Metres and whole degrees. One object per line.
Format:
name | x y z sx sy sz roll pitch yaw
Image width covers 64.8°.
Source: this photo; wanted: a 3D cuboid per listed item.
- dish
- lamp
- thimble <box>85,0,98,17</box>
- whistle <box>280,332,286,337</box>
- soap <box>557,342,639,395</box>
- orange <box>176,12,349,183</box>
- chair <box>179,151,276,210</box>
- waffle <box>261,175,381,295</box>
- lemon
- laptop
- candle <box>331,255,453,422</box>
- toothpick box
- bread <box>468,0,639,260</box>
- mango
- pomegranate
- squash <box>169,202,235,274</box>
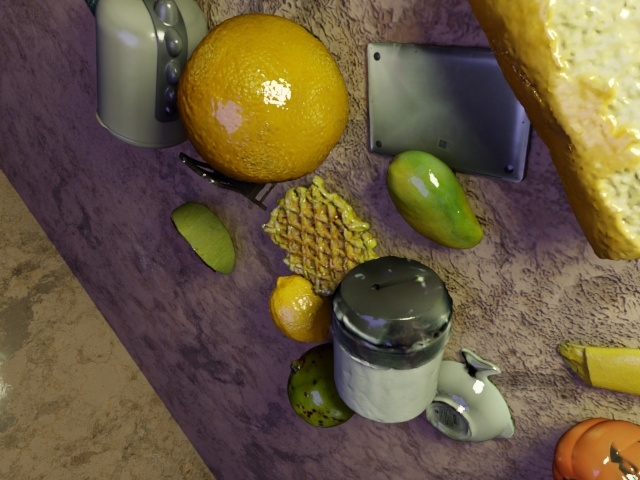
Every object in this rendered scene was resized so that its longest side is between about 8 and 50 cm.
dish | 0.280 0.335 1.024 0.224 0.078 0.246 30 136 28
lamp | 0.476 0.376 0.801 0.188 0.163 0.188 54 156 38
thimble | -0.422 -0.498 1.054 0.135 0.118 0.090 -8 111 45
whistle | -0.088 0.246 1.362 0.083 0.029 0.033 -22 86 57
soap | 0.455 0.202 0.785 0.168 0.033 0.089 -7 110 48
orange | -0.090 -0.222 0.822 0.274 0.274 0.274 25 134 29
chair | -0.155 -0.145 0.964 0.106 0.113 0.229 36 -179 18
waffle | 0.001 -0.001 1.044 0.254 0.052 0.245 50 135 2
lemon | -0.043 0.161 1.162 0.142 0.142 0.187 -17 111 49
laptop | 0.185 -0.197 0.763 0.268 0.015 0.188 20 131 34
candle | 0.130 0.211 0.966 0.221 0.221 0.343 24 134 31
toothpick box | -0.328 -0.352 0.991 0.229 0.229 0.316 41 139 14
bread | 0.326 -0.171 0.525 0.236 0.165 0.376 -24 102 49
mango | 0.176 -0.060 0.814 0.122 0.085 0.191 -10 119 50
pomegranate | 0.044 0.344 1.200 0.245 0.198 0.198 4 130 0
squash | -0.331 -0.002 1.317 0.237 0.155 0.204 49 139 3
